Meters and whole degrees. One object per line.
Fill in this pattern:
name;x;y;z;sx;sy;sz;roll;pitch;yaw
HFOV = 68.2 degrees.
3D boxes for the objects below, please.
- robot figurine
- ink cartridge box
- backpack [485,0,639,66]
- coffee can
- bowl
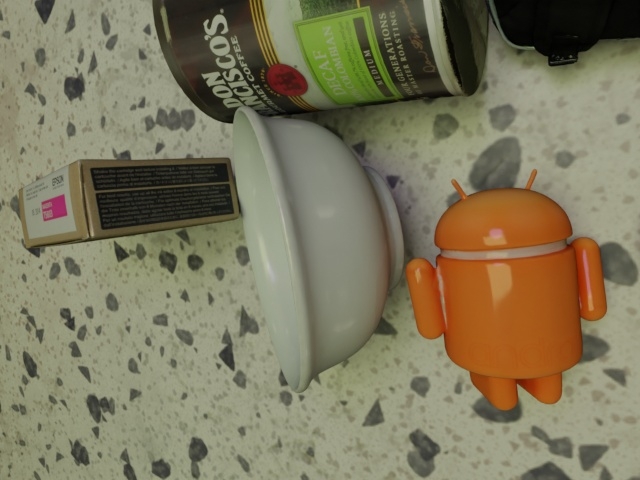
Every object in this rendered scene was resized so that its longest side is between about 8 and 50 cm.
robot figurine;0.180;0.044;0.456;0.158;0.128;0.219;-4;96;36
ink cartridge box;-0.255;-0.048;0.622;0.235;0.193;0.088;-4;95;44
backpack;0.220;-0.271;0.318;0.225;0.253;0.190;6;80;30
coffee can;0.007;-0.231;0.470;0.276;0.202;0.201;2;98;29
bowl;0.000;0.000;0.511;0.134;0.298;0.297;-11;92;-14
